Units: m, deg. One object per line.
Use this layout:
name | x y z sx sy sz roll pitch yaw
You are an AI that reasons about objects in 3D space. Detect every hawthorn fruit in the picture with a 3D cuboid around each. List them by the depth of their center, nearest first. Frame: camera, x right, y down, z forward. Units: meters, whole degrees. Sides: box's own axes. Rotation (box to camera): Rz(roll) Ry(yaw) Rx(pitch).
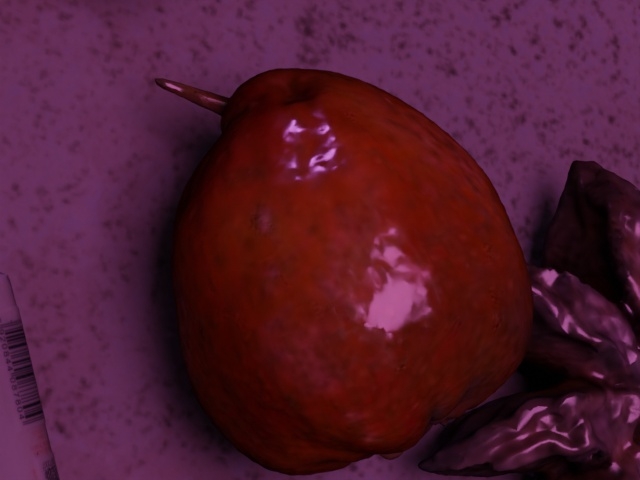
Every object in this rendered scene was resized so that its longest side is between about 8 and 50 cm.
hawthorn fruit | 0.000 0.000 1.128 0.210 0.210 0.262 -28 85 -31

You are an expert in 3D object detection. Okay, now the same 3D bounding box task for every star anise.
star anise | 0.206 0.104 1.273 0.332 0.118 0.331 8 76 -34

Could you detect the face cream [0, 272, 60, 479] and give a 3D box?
face cream | -0.187 0.148 1.043 0.101 0.101 0.251 -13 90 -31
